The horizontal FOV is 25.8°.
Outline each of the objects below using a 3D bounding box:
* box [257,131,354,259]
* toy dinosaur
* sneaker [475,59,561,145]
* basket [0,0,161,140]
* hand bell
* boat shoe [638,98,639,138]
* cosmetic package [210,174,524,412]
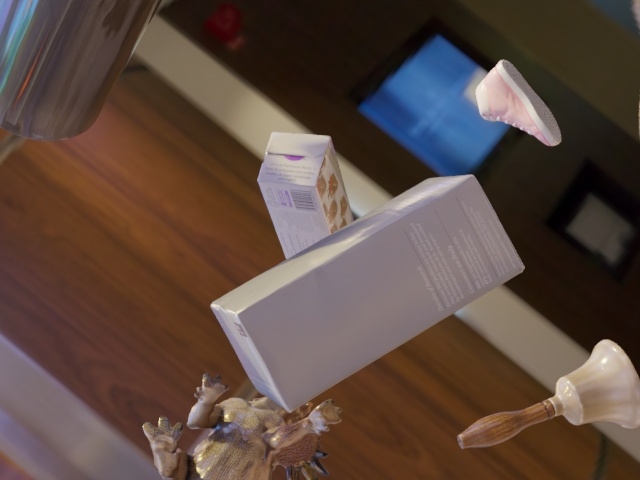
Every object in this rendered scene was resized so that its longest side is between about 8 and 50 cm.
[{"bbox_3d":[0.000,0.000,1.494,0.324,0.067,0.063,71,-149,-57],"label":"box"},{"bbox_3d":[-0.087,0.230,1.342,0.295,0.127,0.200,-42,-22,-24],"label":"toy dinosaur"},{"bbox_3d":[0.258,-0.167,1.853,0.070,0.134,0.051,-41,-9,29],"label":"sneaker"},{"bbox_3d":[-0.223,-0.209,1.219,0.154,0.204,0.227,2,-39,-28],"label":"basket"},{"bbox_3d":[0.292,0.226,1.853,0.242,0.126,0.126,-16,-14,-14],"label":"hand bell"},{"bbox_3d":[0.392,-0.105,1.113,0.324,0.123,0.120,-10,9,-39],"label":"boat shoe"},{"bbox_3d":[0.036,0.040,1.188,0.238,0.107,0.127,-32,9,-9],"label":"cosmetic package"}]
